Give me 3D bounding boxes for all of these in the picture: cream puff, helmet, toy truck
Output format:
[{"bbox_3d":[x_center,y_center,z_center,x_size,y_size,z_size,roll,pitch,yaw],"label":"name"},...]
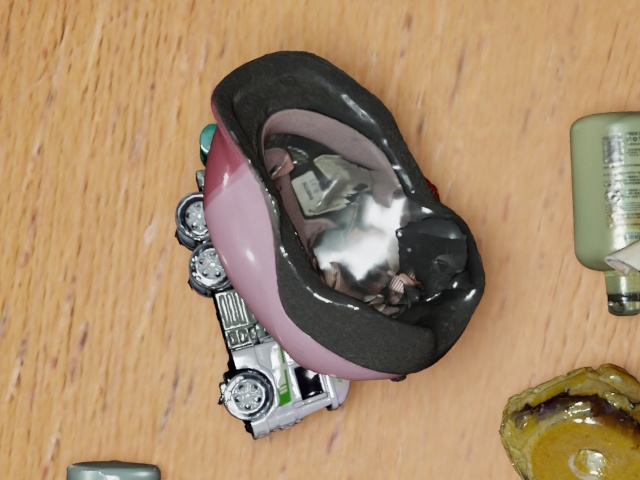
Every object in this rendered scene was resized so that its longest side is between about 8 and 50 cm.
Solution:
[{"bbox_3d":[0.208,0.157,1.339,0.133,0.104,0.119,5,119,14],"label":"cream puff"},{"bbox_3d":[0.000,0.000,1.268,0.253,0.198,0.154,42,128,7],"label":"helmet"},{"bbox_3d":[-0.050,0.029,1.379,0.124,0.114,0.253,-16,85,-5],"label":"toy truck"}]

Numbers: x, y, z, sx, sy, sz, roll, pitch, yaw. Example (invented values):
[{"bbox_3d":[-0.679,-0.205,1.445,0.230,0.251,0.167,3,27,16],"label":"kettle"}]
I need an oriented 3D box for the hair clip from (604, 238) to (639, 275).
[{"bbox_3d":[0.326,0.002,1.328,0.226,0.034,0.072,5,81,-18],"label":"hair clip"}]

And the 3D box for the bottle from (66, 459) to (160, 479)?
[{"bbox_3d":[-0.176,0.326,1.388,0.082,0.082,0.286,2,87,7],"label":"bottle"}]

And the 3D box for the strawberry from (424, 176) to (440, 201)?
[{"bbox_3d":[0.056,-0.030,1.384,0.083,0.083,0.096,-18,78,6],"label":"strawberry"}]

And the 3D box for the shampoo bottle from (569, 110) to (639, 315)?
[{"bbox_3d":[0.243,-0.020,1.358,0.079,0.079,0.162,-2,87,7],"label":"shampoo bottle"}]
